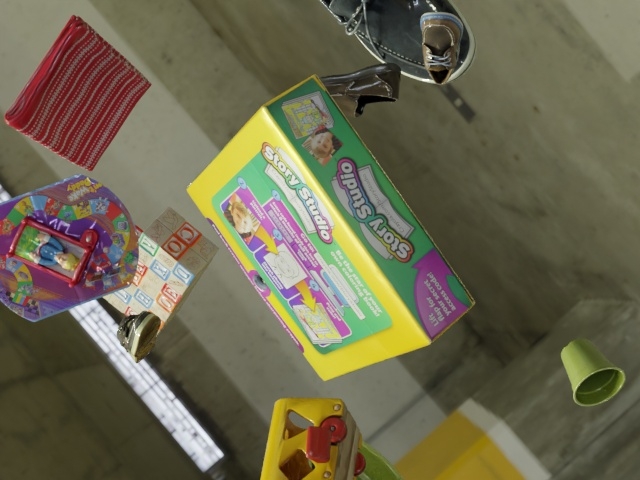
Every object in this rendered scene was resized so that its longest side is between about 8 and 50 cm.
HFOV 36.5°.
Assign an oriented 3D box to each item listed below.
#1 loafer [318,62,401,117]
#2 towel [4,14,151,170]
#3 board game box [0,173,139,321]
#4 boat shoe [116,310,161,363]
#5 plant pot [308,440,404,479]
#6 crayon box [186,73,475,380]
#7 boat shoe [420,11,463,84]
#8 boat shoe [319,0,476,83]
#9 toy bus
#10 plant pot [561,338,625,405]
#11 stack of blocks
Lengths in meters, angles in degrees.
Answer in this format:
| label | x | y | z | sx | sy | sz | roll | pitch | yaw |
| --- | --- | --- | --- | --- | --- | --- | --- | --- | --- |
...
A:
| label | x | y | z | sx | sy | sz | roll | pitch | yaw |
| --- | --- | --- | --- | --- | --- | --- | --- | --- | --- |
| loafer | 0.047 | -0.266 | 1.799 | 0.080 | 0.220 | 0.078 | 21 | -124 | -71 |
| towel | -0.385 | -0.229 | 1.577 | 0.031 | 0.199 | 0.275 | 33 | 178 | 18 |
| board game box | -0.279 | 0.010 | 1.025 | 0.033 | 0.168 | 0.133 | -124 | 14 | -81 |
| boat shoe | -0.248 | 0.124 | 1.291 | 0.049 | 0.056 | 0.152 | 38 | 153 | 4 |
| plant pot | 0.007 | 0.543 | 1.803 | 0.276 | 0.254 | 0.276 | 34 | -154 | -20 |
| crayon box | 0.000 | 0.000 | 1.346 | 0.363 | 0.106 | 0.313 | 55 | 148 | -1 |
| boat shoe | 0.197 | -0.306 | 1.560 | 0.066 | 0.066 | 0.183 | 4 | 167 | 15 |
| boat shoe | 0.099 | -0.491 | 1.943 | 0.500 | 0.187 | 0.156 | 45 | -158 | 14 |
| toy bus | -0.018 | 0.266 | 1.017 | 0.202 | 0.104 | 0.191 | -27 | -66 | -70 |
| plant pot | 0.401 | 0.192 | 1.456 | 0.083 | 0.083 | 0.079 | 52 | -170 | -43 |
| stack of blocks | -0.334 | 0.057 | 1.932 | 0.171 | 0.087 | 0.297 | 39 | 142 | -1 |
